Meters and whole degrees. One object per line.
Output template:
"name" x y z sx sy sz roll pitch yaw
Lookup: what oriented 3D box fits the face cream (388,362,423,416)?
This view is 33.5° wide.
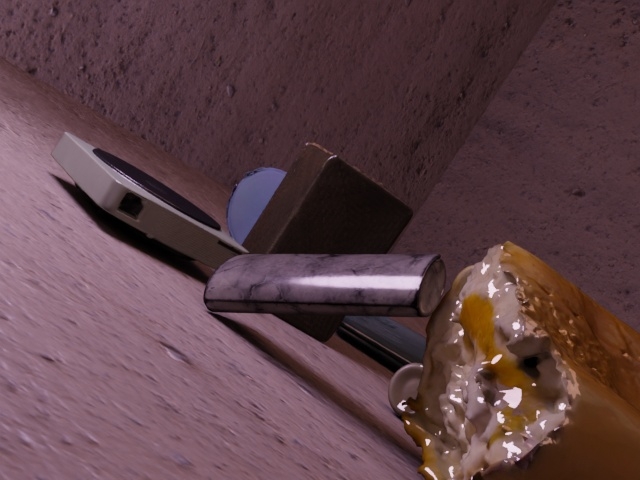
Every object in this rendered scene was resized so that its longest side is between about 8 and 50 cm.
"face cream" 0.220 0.267 1.630 0.137 0.084 0.341 -7 -23 33

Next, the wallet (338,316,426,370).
"wallet" 0.130 0.199 2.060 0.251 0.054 0.290 29 8 -2

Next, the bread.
"bread" 0.287 0.240 1.226 0.394 0.250 0.361 34 25 -20

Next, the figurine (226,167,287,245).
"figurine" -0.014 -0.008 2.185 0.277 0.248 0.388 23 9 25

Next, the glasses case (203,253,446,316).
"glasses case" 0.003 0.058 1.352 0.299 0.060 0.114 -1 26 26

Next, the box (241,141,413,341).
"box" -0.001 0.000 1.753 0.184 0.273 0.143 32 3 -23

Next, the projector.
"projector" -0.266 -0.050 1.617 0.257 0.079 0.259 31 4 -38
